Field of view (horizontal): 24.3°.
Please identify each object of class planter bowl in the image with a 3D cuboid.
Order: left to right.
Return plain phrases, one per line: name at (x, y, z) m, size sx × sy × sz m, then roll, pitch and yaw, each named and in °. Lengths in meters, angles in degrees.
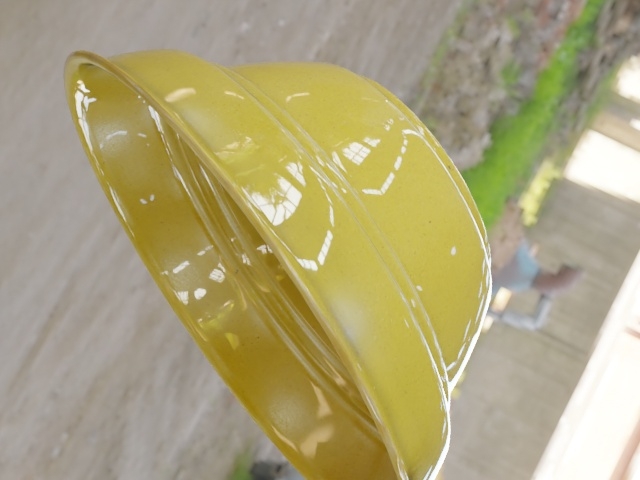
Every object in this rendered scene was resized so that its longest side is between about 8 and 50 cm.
planter bowl at (0.000, 0.000, 0.562) m, size 0.090 × 0.217 × 0.217 m, roll -35°, pitch 163°, yaw -15°
